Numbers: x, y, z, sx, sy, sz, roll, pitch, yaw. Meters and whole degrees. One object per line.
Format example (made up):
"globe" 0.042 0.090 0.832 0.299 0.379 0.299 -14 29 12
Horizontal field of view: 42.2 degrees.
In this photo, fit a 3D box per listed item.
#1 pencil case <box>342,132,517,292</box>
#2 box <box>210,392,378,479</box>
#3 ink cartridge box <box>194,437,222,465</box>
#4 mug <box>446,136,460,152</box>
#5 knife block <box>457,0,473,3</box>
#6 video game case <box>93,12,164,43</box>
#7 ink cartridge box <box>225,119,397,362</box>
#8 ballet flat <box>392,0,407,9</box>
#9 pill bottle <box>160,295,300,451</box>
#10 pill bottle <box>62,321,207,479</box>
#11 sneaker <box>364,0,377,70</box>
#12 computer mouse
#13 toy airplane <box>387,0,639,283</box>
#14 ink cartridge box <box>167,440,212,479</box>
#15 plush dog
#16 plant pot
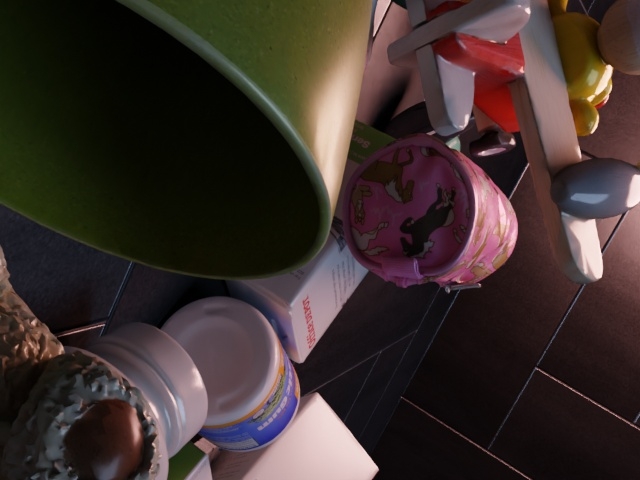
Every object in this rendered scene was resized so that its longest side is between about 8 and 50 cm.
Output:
"pencil case" 0.149 -0.023 1.043 0.160 0.167 0.386 -34 166 14
"box" -0.109 0.421 1.270 0.215 0.168 0.345 -31 -170 49
"ink cartridge box" -0.186 0.333 1.279 0.083 0.028 0.048 -26 142 -60
"mug" 0.166 -0.125 1.377 0.157 0.097 0.129 -54 161 -18
"knife block" 0.199 -0.360 1.159 0.275 0.242 0.088 46 68 -25
"video game case" -0.110 -0.102 0.654 0.173 0.022 0.190 -27 142 -13
"ink cartridge box" 0.000 0.000 1.109 0.273 0.115 0.198 -53 160 -22
"ballet flat" 0.078 -0.309 0.919 0.086 0.086 0.248 -65 163 16
"pill bottle" -0.107 0.184 1.055 0.152 0.152 0.272 -54 161 -15
"pill bottle" -0.241 0.197 0.687 0.318 0.176 0.176 -36 151 -50
"sneaker" -0.031 -0.178 0.760 0.295 0.124 0.178 78 36 -66
"computer mouse" 0.178 -0.213 1.283 0.262 0.184 0.060 -30 123 11
"toy airplane" 0.243 -0.206 0.890 0.386 0.272 0.384 61 29 -33
"ink cartridge box" -0.231 0.308 1.015 0.189 0.097 0.255 -48 160 -31
"plush dog" -0.261 0.120 0.496 0.225 0.262 0.210 -39 178 -32
"plant pot" -0.077 -0.172 0.471 0.275 0.275 0.293 82 26 -62
